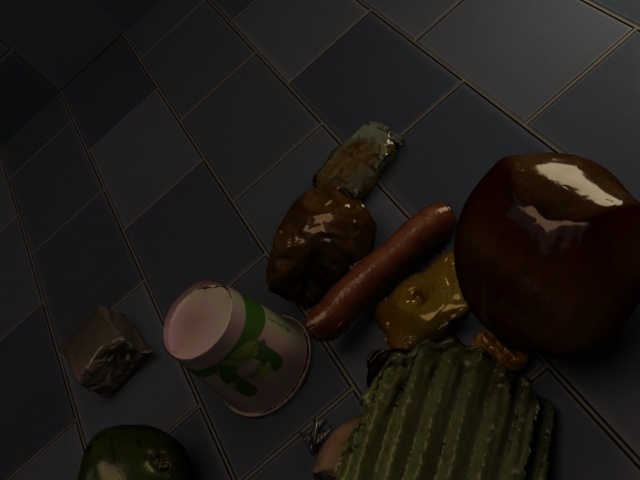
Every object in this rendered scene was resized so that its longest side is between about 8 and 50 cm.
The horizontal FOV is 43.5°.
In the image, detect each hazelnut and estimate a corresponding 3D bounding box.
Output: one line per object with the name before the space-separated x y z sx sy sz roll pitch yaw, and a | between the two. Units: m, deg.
hazelnut | 0.420 0.023 1.444 0.366 0.366 0.366 -19 50 24

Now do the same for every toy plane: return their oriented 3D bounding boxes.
toy plane | -0.011 0.410 1.674 0.078 0.031 0.083 -16 51 27

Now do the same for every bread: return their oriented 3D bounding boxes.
bread | 0.226 0.141 1.662 0.233 0.088 0.161 -34 40 15
bread | 0.340 0.211 1.518 0.110 0.044 0.083 12 34 -3

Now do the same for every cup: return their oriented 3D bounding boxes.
cup | -0.192 0.224 1.767 0.253 0.274 0.253 -19 50 24

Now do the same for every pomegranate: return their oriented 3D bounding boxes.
pomegranate | -0.413 0.522 1.744 0.270 0.254 0.254 -29 44 40

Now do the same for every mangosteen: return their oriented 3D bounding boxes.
mangosteen | 0.145 0.269 1.585 0.137 0.137 0.151 -47 36 -2

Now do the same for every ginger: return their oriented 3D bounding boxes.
ginger | -0.003 -0.002 1.847 0.269 0.200 0.223 -20 51 24

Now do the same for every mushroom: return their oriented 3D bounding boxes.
mushroom | 0.093 0.390 1.519 0.236 0.162 0.173 0 61 34

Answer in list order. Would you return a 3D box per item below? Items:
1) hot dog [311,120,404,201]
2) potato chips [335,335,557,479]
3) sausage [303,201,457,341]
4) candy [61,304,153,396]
hot dog | 0.093 -0.189 2.004 0.162 0.082 0.270 29 71 36
potato chips | 0.220 0.378 1.399 0.358 0.070 0.429 15 64 15
sausage | 0.130 0.067 1.739 0.419 0.094 0.094 -42 55 -11
candy | -0.558 0.283 2.091 0.185 0.137 0.195 -45 42 0
